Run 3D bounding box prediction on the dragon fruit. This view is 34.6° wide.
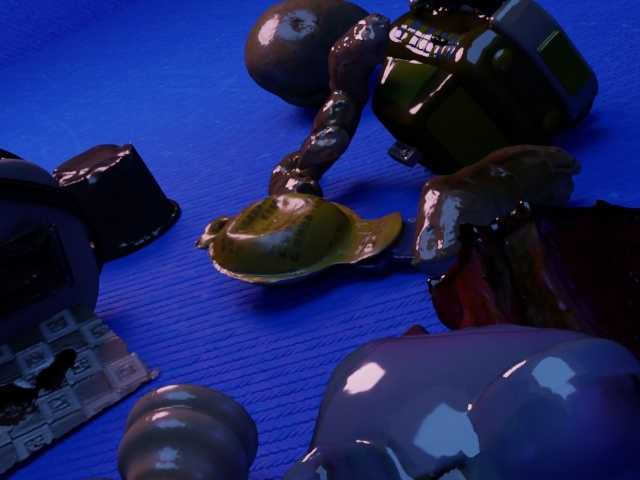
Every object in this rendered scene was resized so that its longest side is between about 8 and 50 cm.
[{"bbox_3d":[0.178,0.053,0.595,0.262,0.163,0.189,4,37,-32],"label":"dragon fruit"}]

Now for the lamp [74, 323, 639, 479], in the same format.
[{"bbox_3d":[0.031,0.168,0.444,0.301,0.247,0.247,-26,54,7],"label":"lamp"}]

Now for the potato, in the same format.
[{"bbox_3d":[-0.007,-0.270,1.450,0.178,0.160,0.235,25,20,7],"label":"potato"}]

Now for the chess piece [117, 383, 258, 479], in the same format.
[{"bbox_3d":[-0.100,0.181,0.654,0.094,0.094,0.170,-13,32,18],"label":"chess piece"}]

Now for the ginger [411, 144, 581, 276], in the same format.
[{"bbox_3d":[0.145,-0.028,0.898,0.190,0.069,0.095,-30,33,-21],"label":"ginger"}]

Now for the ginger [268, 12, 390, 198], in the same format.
[{"bbox_3d":[0.010,-0.118,1.091,0.258,0.065,0.149,-55,19,41],"label":"ginger"}]

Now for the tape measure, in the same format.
[{"bbox_3d":[-0.331,0.003,0.983,0.133,0.271,0.231,7,37,47],"label":"tape measure"}]

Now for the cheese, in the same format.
[{"bbox_3d":[0.000,0.000,0.974,0.250,0.064,0.156,1,32,23],"label":"cheese"}]

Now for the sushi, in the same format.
[{"bbox_3d":[-0.258,0.143,0.919,0.201,0.031,0.139,-31,46,-26],"label":"sushi"}]

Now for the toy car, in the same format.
[{"bbox_3d":[0.144,-0.159,1.080,0.198,0.204,0.248,-47,28,-2],"label":"toy car"}]

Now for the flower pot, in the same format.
[{"bbox_3d":[-0.265,-0.052,1.256,0.157,0.107,0.157,-19,22,8],"label":"flower pot"}]
